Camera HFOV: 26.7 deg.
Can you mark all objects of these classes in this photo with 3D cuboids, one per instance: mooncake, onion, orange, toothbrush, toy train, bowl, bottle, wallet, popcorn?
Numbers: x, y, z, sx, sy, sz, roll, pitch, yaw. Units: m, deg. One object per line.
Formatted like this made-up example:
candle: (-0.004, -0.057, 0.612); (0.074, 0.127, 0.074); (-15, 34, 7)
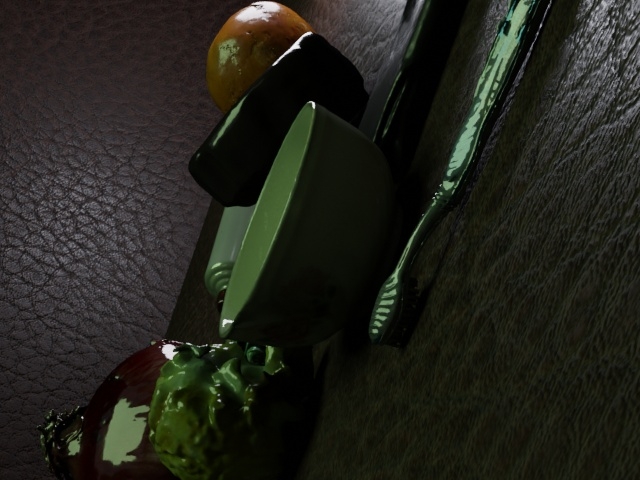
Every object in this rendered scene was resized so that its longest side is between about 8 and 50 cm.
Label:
mooncake: (-0.058, -0.162, 1.959); (0.283, 0.141, 0.283); (-45, 1, 1)
onion: (-0.269, 0.310, 1.934); (0.347, 0.285, 0.348); (-170, 90, -76)
orange: (-0.106, -0.329, 2.568); (0.240, 0.240, 0.240); (-159, 90, -81)
toothbrush: (0.136, -0.089, 1.226); (0.035, 0.042, 0.413); (33, 104, 43)
toy train: (-0.103, 0.154, 1.973); (0.176, 0.074, 0.118); (-101, 23, -64)
bowl: (0.000, 0.000, 1.470); (0.277, 0.145, 0.277); (-160, 90, -79)
bottle: (-0.137, 0.031, 2.317); (0.245, 0.104, 0.104); (-78, 13, -46)
wallet: (0.116, -0.245, 1.624); (0.197, 0.051, 0.378); (146, 144, -78)
popcorn: (-0.096, 0.189, 1.559); (0.212, 0.198, 0.198); (-34, 14, 4)
